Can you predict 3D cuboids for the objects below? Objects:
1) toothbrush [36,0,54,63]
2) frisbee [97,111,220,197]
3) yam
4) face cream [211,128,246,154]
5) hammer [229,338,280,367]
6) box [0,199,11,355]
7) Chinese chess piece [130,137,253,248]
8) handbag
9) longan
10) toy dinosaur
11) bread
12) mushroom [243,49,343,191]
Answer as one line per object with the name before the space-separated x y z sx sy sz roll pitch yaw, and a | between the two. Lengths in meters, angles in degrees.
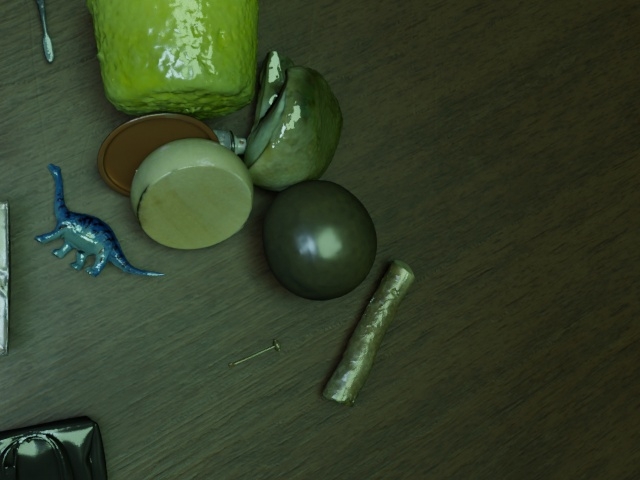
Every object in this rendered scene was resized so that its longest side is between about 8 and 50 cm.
toothbrush | -0.579 -0.522 1.753 0.023 0.031 0.321 -9 91 -20
frisbee | -0.327 -0.169 1.737 0.251 0.251 0.021 -4 50 -19
yam | 0.116 0.210 1.939 0.081 0.081 0.356 31 81 -15
face cream | -0.273 -0.201 1.823 0.229 0.075 0.075 -3 88 -20
hammer | -0.144 0.253 1.881 0.123 0.014 0.029 -22 86 -16
box | -0.701 0.075 1.602 0.225 0.190 0.297 0 88 -21
Chinese chess piece | -0.261 -0.094 1.744 0.251 0.251 0.097 -2 44 -19
handbag | -0.562 0.489 1.677 0.285 0.113 0.257 -10 98 -20
longan | 0.000 0.000 1.822 0.258 0.258 0.258 1 87 -19
toy dinosaur | -0.483 0.002 1.742 0.329 0.076 0.144 45 68 -1
bread | -0.284 -0.402 1.687 0.348 0.348 0.307 -2 90 -19
mushroom | -0.029 -0.257 1.845 0.217 0.212 0.292 16 64 -27
